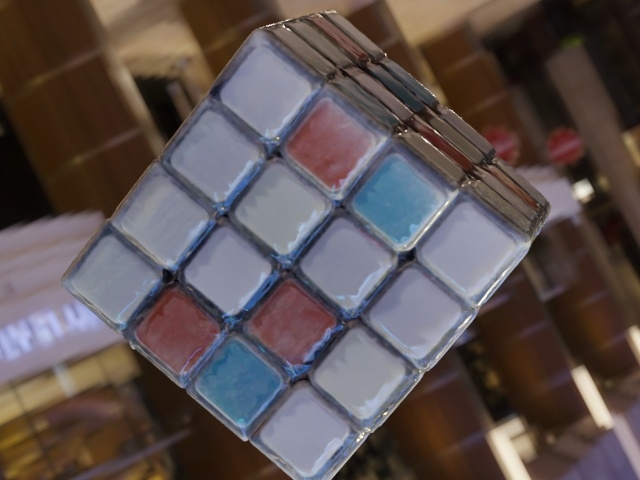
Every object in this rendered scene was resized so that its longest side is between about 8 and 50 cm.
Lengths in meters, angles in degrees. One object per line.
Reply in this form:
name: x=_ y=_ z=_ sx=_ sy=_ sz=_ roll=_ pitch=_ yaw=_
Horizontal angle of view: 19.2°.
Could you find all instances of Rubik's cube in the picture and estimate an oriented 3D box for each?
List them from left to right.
Rubik's cube: x=0.000 y=0.000 z=1.457 sx=0.259 sy=0.253 sz=0.256 roll=-52 pitch=176 yaw=14
